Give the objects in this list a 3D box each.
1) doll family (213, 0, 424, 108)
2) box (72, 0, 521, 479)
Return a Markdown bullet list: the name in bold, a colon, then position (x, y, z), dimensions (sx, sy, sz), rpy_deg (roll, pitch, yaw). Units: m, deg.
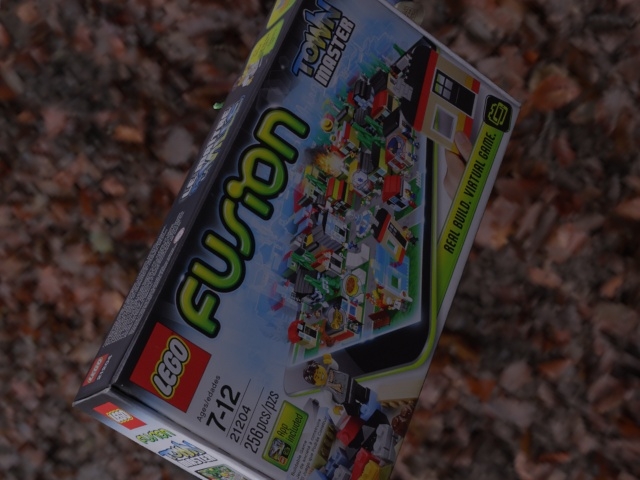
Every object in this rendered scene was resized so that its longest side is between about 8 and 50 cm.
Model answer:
- **doll family**: position (-0.001, -0.094, 0.687), dimensions (0.111, 0.076, 0.193), rpy_deg (33, 102, 41)
- **box**: position (0.000, 0.000, 0.491), dimensions (0.114, 0.207, 0.036), rpy_deg (33, 151, -20)
